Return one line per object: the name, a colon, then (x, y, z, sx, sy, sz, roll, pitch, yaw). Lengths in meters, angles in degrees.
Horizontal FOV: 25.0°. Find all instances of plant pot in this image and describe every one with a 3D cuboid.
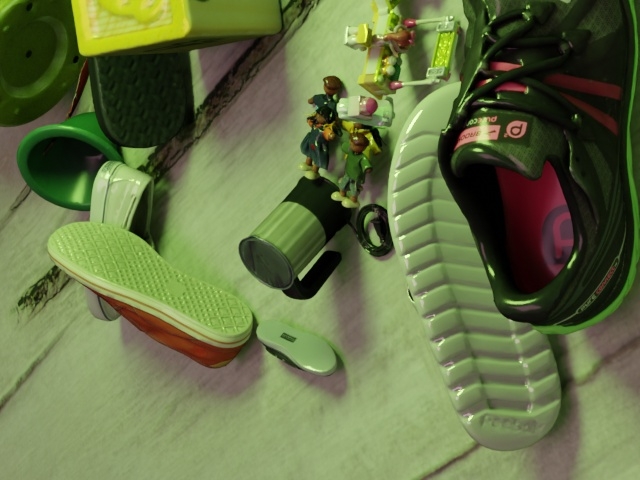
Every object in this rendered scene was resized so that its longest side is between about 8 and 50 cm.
plant pot: (-0.552, -0.350, 2.205, 0.353, 0.366, 0.366, 33, 121, 26)

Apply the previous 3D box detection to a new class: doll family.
doll family: (0.022, -0.129, 1.785, 0.193, 0.076, 0.111, 37, 128, 41)

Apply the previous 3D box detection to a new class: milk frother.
milk frother: (0.000, 0.000, 1.787, 0.143, 0.135, 0.129, -16, 117, 51)

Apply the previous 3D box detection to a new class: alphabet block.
alphabet block: (-0.190, -0.342, 1.856, 0.193, 0.197, 0.192, -7, 93, 35)

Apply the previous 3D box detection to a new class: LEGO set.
LEGO set: (0.089, -0.273, 1.653, 0.107, 0.132, 0.287, 0, 91, 39)

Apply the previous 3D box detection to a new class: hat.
hat: (-0.351, -0.175, 2.213, 0.208, 0.173, 0.183, -41, 26, 43)

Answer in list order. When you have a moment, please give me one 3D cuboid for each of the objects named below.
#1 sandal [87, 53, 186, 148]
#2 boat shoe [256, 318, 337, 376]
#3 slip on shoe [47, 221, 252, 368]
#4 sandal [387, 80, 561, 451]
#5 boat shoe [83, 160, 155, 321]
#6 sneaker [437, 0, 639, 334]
sandal: (-0.285, -0.352, 2.024, 0.107, 0.167, 0.445, -163, 70, -64)
boat shoe: (-0.028, 0.148, 1.921, 0.142, 0.049, 0.040, 28, 151, 40)
slip on shoe: (-0.249, 0.079, 2.043, 0.331, 0.123, 0.101, 28, 132, 12)
sandal: (0.167, 0.031, 1.628, 0.102, 0.169, 0.416, -130, 32, -86)
boat shoe: (-0.289, 0.011, 2.151, 0.088, 0.096, 0.267, 18, 116, 17)
sneaker: (0.217, -0.139, 1.451, 0.185, 0.202, 0.482, -10, 93, 32)
